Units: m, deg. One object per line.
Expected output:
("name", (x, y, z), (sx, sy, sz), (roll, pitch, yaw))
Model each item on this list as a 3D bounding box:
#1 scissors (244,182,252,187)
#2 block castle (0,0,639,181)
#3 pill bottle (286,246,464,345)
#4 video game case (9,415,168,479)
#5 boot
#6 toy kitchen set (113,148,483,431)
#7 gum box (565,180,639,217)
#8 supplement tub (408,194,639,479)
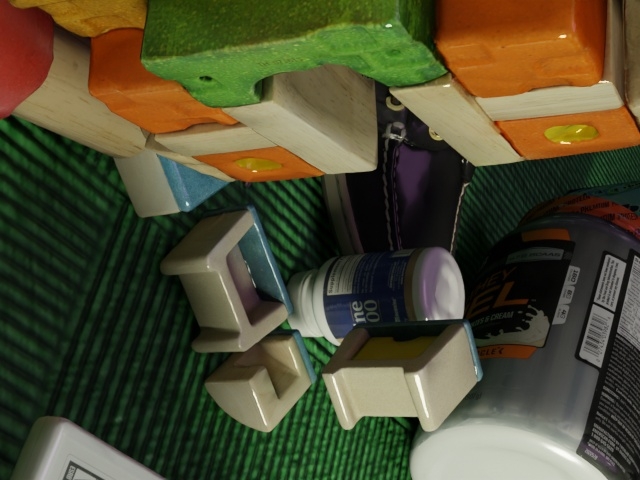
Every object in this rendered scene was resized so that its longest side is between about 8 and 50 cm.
("scissors", (0.000, -0.182, 0.724), (0.109, 0.021, 0.297), (113, -1, -64))
("block castle", (0.007, -0.201, 0.421), (0.213, 0.453, 0.303), (23, 66, -61))
("pill bottle", (0.036, 0.042, 0.714), (0.067, 0.120, 0.067), (14, 72, -55))
("video game case", (-0.092, 0.196, 0.420), (0.173, 0.022, 0.190), (46, 50, -42))
("boot", (0.155, -0.131, 0.775), (0.138, 0.284, 0.378), (31, 58, -51))
("toy kitchen set", (0.000, 0.000, 0.624), (0.122, 0.166, 0.207), (-44, 121, -51))
("gum box", (0.344, -0.017, 1.164), (0.184, 0.156, 0.041), (-41, 118, -51))
("supplement tub", (0.213, 0.113, 0.907), (0.194, 0.193, 0.316), (62, 38, -29))
